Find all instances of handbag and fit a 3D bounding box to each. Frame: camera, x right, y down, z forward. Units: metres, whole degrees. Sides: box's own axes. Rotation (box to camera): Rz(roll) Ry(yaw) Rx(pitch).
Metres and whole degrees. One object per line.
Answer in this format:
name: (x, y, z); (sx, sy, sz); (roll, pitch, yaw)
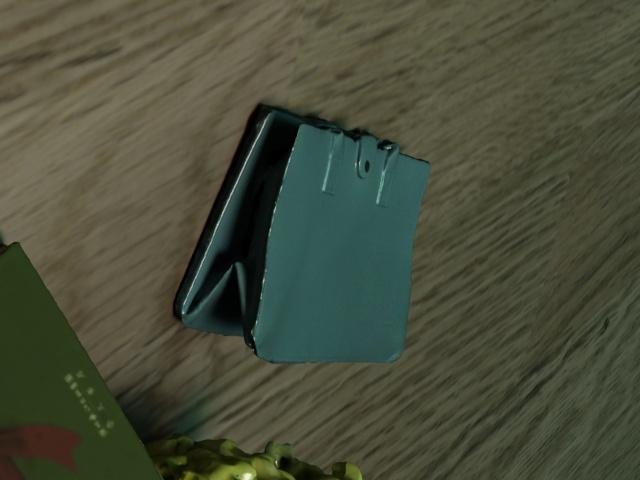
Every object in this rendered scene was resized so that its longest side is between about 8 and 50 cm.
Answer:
handbag: (0.000, 0.000, 1.196); (0.221, 0.057, 0.144); (10, 96, -65)

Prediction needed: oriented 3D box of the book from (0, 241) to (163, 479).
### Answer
book: (-0.174, 0.142, 0.843); (0.289, 0.026, 0.201); (-40, 104, -48)

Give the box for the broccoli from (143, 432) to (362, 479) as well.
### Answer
broccoli: (-0.049, 0.276, 1.046); (0.348, 0.281, 0.293); (-54, 139, -28)
